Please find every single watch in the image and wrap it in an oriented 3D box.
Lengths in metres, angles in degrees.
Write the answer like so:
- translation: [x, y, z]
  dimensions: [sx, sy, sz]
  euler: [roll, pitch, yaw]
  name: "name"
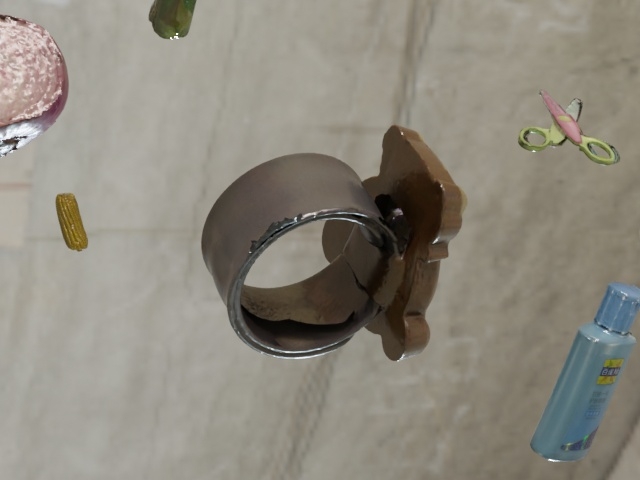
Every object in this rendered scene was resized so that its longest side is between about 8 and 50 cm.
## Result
- translation: [0.000, 0.000, 2.170]
  dimensions: [0.314, 0.327, 0.335]
  euler: [60, -41, 44]
  name: "watch"

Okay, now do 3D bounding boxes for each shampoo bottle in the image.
- translation: [0.371, 0.179, 1.992]
  dimensions: [0.061, 0.104, 0.258]
  euler: [36, -66, 43]
  name: "shampoo bottle"

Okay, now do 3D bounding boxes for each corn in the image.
- translation: [-0.374, -0.028, 2.185]
  dimensions: [0.037, 0.037, 0.092]
  euler: [-155, -129, -66]
  name: "corn"

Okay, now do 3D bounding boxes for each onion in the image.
- translation: [-0.406, -0.169, 1.703]
  dimensions: [0.207, 0.201, 0.200]
  euler: [-53, 179, -35]
  name: "onion"

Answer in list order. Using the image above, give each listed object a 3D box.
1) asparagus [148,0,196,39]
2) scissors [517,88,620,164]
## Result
- translation: [-0.237, -0.458, 2.520]
  dimensions: [0.085, 0.082, 0.343]
  euler: [-56, 177, -36]
  name: "asparagus"
- translation: [0.323, -0.153, 1.924]
  dimensions: [0.187, 0.134, 0.020]
  euler: [-82, -176, -60]
  name: "scissors"
